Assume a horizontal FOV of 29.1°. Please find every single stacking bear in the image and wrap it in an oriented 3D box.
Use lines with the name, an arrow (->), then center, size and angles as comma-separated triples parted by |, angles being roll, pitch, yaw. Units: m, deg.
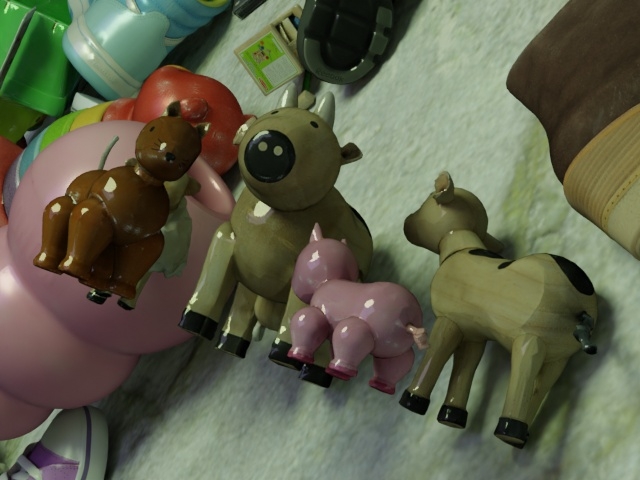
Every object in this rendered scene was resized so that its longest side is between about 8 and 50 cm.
stacking bear -> -0.197, -0.076, 1.230 | 0.289, 0.175, 0.164 | -26, 62, 32

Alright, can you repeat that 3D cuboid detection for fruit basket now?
fruit basket -> -0.395, -0.150, 1.577 | 0.327, 0.165, 0.353 | -93, 22, -72

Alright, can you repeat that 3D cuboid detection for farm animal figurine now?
farm animal figurine -> 0.000, 0.000, 0.811 | 0.327, 0.330, 0.172 | 128, 163, -80

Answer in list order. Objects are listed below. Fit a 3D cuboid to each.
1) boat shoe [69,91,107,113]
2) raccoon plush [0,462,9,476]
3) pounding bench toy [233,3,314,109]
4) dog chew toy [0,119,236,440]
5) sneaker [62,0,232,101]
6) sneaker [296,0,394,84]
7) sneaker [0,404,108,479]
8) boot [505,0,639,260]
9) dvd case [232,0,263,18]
boat shoe -> -0.263, -0.124, 1.420 | 0.076, 0.080, 0.228 | -71, 20, 0
raccoon plush -> -0.482, 0.327, 1.348 | 0.299, 0.216, 0.446 | 24, 108, 49
pounding bench toy -> -0.025, -0.166, 1.147 | 0.052, 0.083, 0.065 | -28, 12, 40
dog chew toy -> -0.225, 0.051, 1.085 | 0.332, 0.206, 0.207 | -42, 34, 16
sneaker -> -0.188, -0.292, 1.441 | 0.208, 0.127, 0.319 | -39, 28, 12
sneaker -> 0.046, -0.269, 1.053 | 0.267, 0.101, 0.106 | -61, 17, 21
sneaker -> -0.306, 0.259, 1.101 | 0.102, 0.161, 0.282 | 10, 72, 60
boot -> 0.215, -0.128, 0.710 | 0.248, 0.090, 0.207 | -50, 34, 24
dvd case -> -0.029, -0.365, 1.347 | 0.164, 0.018, 0.221 | -30, 42, 41
